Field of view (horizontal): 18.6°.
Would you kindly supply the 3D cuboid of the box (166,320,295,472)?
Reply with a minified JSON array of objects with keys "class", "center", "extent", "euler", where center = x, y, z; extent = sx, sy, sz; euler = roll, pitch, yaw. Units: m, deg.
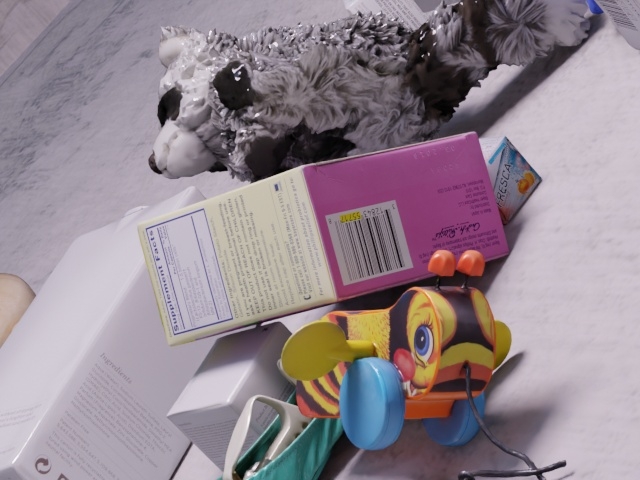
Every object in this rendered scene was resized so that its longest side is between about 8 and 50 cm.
[{"class":"box","center":[-0.061,0.142,1.743],"extent":[0.102,0.087,0.101],"euler":[-17,33,49]}]

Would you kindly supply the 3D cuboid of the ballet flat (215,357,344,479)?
[{"class":"ballet flat","center":[-0.014,0.145,1.655],"extent":[0.083,0.087,0.247],"euler":[-12,36,54]}]

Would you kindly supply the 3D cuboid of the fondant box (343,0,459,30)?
[{"class":"fondant box","center":[0.173,-0.380,2.325],"extent":[0.330,0.096,0.238],"euler":[-37,21,11]}]

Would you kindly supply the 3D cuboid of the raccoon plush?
[{"class":"raccoon plush","center":[0.033,-0.164,2.037],"extent":[0.446,0.216,0.299],"euler":[-17,25,-12]}]

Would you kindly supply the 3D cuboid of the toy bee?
[{"class":"toy bee","center":[0.088,0.083,1.500],"extent":[0.298,0.195,0.162],"euler":[9,96,39]}]

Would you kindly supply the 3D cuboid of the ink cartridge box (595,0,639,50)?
[{"class":"ink cartridge box","center":[0.405,-0.298,1.698],"extent":[0.309,0.130,0.272],"euler":[-44,22,-4]}]

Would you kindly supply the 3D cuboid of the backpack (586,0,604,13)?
[{"class":"backpack","center":[0.303,-0.277,1.873],"extent":[0.120,0.098,0.101],"euler":[-22,3,23]}]

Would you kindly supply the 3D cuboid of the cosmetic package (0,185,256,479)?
[{"class":"cosmetic package","center":[-0.222,0.145,1.943],"extent":[0.217,0.156,0.385],"euler":[-19,30,46]}]

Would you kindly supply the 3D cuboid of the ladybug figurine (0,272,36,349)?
[{"class":"ladybug figurine","center":[-0.449,0.190,2.247],"extent":[0.449,0.162,0.305],"euler":[-22,28,44]}]

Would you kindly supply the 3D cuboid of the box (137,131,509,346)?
[{"class":"box","center":[0.000,0.000,1.732],"extent":[0.213,0.117,0.243],"euler":[-13,-2,-42]}]

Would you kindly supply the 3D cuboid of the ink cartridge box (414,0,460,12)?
[{"class":"ink cartridge box","center":[0.240,-0.435,2.006],"extent":[0.385,0.160,0.279],"euler":[-15,52,28]}]

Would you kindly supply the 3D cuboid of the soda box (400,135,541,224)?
[{"class":"soda box","center":[0.123,-0.053,1.833],"extent":[0.063,0.058,0.183],"euler":[-51,23,-21]}]
